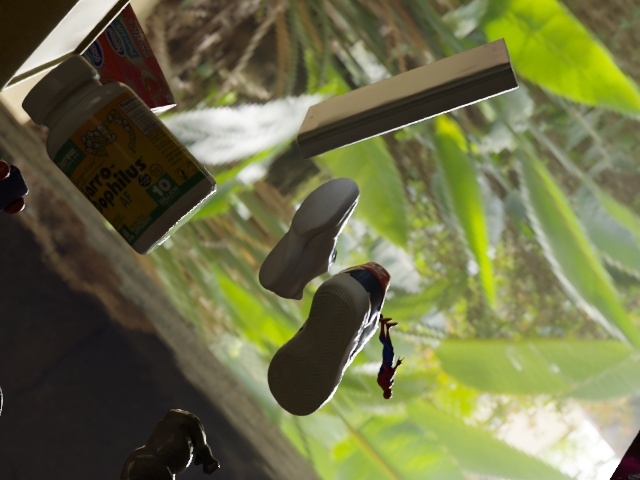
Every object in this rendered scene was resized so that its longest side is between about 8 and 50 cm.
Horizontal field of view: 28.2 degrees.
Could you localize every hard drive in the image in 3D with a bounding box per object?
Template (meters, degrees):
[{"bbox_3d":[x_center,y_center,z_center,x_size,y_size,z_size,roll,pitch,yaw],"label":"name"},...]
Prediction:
[{"bbox_3d":[0.124,-0.204,1.816,0.307,0.040,0.203,-19,-163,11],"label":"hard drive"}]

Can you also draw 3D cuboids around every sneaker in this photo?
[{"bbox_3d":[0.027,0.172,2.231,0.148,0.131,0.350,-33,162,-46],"label":"sneaker"},{"bbox_3d":[0.000,0.000,1.937,0.212,0.094,0.080,-51,-143,11],"label":"sneaker"}]

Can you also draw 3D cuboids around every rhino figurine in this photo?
[{"bbox_3d":[-0.229,0.329,1.770,0.073,0.106,0.243,-15,-158,34],"label":"rhino figurine"}]

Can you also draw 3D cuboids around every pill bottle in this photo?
[{"bbox_3d":[-0.220,-0.096,1.375,0.117,0.208,0.117,-42,-179,1],"label":"pill bottle"}]

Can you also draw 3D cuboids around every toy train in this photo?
[{"bbox_3d":[-0.648,-0.067,2.213,0.248,0.143,0.105,-37,143,-21],"label":"toy train"}]

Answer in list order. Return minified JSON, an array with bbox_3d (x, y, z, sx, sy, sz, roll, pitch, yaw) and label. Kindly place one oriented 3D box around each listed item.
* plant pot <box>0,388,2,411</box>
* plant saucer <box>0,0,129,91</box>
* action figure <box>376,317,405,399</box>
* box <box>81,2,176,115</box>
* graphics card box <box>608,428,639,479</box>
[{"bbox_3d":[-0.624,0.239,1.990,0.215,0.230,0.215,12,90,-69],"label":"plant pot"},{"bbox_3d":[-0.338,-0.326,1.718,0.333,0.081,0.333,-41,-177,28],"label":"plant saucer"},{"bbox_3d":[0.096,0.168,1.782,0.030,0.115,0.038,-2,-166,-25],"label":"action figure"},{"bbox_3d":[-0.368,-0.309,2.127,0.128,0.257,0.122,-25,179,29],"label":"box"},{"bbox_3d":[0.507,0.407,1.795,0.371,0.233,0.094,-33,139,-53],"label":"graphics card box"}]
